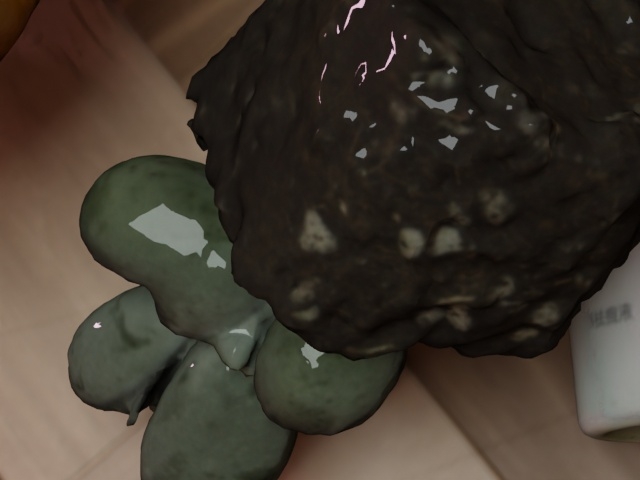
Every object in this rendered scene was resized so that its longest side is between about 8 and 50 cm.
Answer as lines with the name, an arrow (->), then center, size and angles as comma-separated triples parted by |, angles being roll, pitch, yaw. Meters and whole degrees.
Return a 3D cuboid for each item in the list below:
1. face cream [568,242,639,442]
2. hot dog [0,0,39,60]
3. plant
face cream -> 0.127, -0.082, 0.663 | 0.092, 0.092, 0.311 | -8, 78, 14
hot dog -> -0.244, -0.171, 0.700 | 0.365, 0.196, 0.367 | 6, 50, 22
plant -> 0.001, 0.001, 0.617 | 0.274, 0.149, 0.146 | -42, 32, 43
